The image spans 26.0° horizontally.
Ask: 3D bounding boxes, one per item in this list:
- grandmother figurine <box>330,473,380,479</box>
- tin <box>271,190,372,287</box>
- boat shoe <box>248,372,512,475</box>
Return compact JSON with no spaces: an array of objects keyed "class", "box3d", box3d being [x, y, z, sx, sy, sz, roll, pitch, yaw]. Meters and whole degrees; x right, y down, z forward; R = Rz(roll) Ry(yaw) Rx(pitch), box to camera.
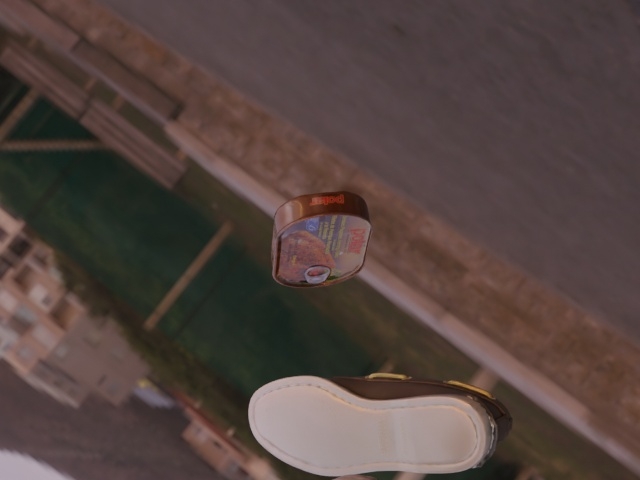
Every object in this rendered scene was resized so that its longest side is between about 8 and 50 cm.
[{"class":"grandmother figurine","box3d":[0.038,0.380,1.361,0.208,0.104,0.342,-117,20,-66]},{"class":"tin","box3d":[0.000,0.000,1.522,0.106,0.040,0.190,-2,155,-6]},{"class":"boat shoe","box3d":[0.062,0.200,1.523,0.305,0.109,0.091,0,-175,33]}]
